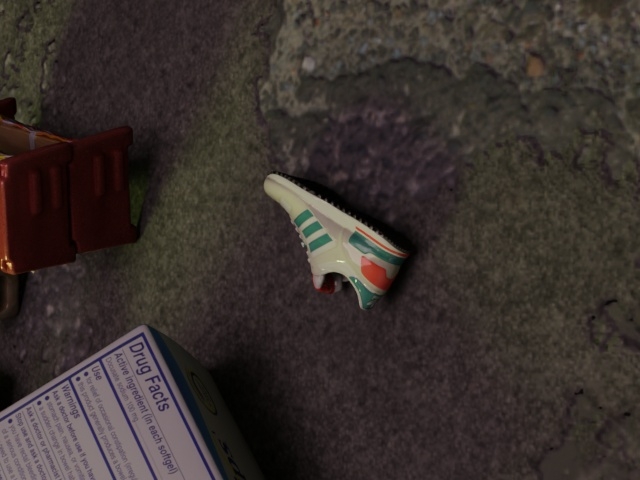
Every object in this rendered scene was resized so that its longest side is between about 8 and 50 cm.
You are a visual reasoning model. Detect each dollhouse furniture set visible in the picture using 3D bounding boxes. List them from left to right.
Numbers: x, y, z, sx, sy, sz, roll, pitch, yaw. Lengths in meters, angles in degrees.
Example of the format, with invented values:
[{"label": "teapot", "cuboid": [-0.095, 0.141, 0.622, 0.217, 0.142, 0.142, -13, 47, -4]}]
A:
[{"label": "dollhouse furniture set", "cuboid": [-0.301, 0.062, 1.467, 0.201, 0.152, 0.374, 19, 116, 39]}]

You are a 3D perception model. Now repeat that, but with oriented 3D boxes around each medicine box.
[{"label": "medicine box", "cuboid": [-0.186, 0.265, 1.249, 0.289, 0.149, 0.263, -31, 63, 3]}]

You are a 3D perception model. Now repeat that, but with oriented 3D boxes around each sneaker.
[{"label": "sneaker", "cuboid": [0.000, 0.000, 1.243, 0.161, 0.057, 0.075, 32, 101, 35]}]
